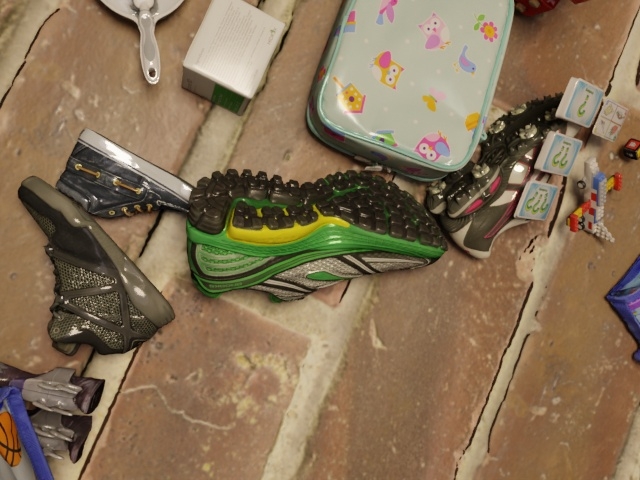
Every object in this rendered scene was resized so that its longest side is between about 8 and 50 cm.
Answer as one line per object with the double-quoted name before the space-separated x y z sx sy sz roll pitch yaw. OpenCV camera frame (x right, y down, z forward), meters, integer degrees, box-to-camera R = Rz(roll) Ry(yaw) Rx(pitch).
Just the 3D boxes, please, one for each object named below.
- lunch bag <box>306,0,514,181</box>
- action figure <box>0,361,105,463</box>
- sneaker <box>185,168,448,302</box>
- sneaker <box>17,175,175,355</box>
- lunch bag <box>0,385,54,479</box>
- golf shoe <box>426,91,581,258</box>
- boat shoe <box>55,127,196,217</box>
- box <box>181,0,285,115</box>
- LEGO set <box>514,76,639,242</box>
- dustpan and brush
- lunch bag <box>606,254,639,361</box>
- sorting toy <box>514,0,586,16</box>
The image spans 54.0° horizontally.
"lunch bag" 0.117 -0.217 0.793 0.223 0.108 0.279 20 83 -11
"action figure" -0.386 0.154 0.678 0.284 0.099 0.186 17 101 -9
"sneaker" 0.000 0.000 0.777 0.343 0.134 0.146 2 130 -22
"sneaker" -0.284 0.041 0.709 0.130 0.087 0.228 -41 104 -17
"lunch bag" -0.409 0.353 0.588 0.327 0.239 0.386 -9 123 -10
"golf shoe" 0.267 -0.097 0.854 0.273 0.105 0.120 -40 117 -7
"boat shoe" -0.214 -0.053 0.744 0.183 0.065 0.083 29 91 -9
"box" -0.106 -0.219 0.747 0.087 0.101 0.102 26 84 -12
"LEGO set" 0.368 -0.096 0.834 0.244 0.060 0.183 5 110 -44
"dustpan and brush" -0.209 -0.284 0.743 0.147 0.060 0.211 -6 91 -14
"lunch bag" 0.580 0.084 0.913 0.293 0.138 0.221 -42 102 -1
"sorting toy" 0.232 -0.383 0.763 0.255 0.257 0.089 33 99 -11
